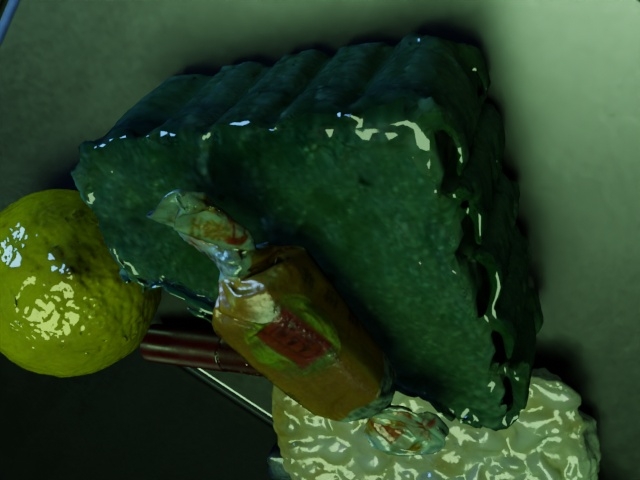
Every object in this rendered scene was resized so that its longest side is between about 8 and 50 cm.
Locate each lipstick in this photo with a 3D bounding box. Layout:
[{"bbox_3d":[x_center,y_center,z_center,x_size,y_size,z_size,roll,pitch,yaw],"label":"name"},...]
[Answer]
[{"bbox_3d":[-0.036,0.070,0.612,0.177,0.027,0.027,3,125,35],"label":"lipstick"}]

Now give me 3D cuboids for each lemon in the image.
[{"bbox_3d":[-0.147,0.023,0.592,0.109,0.109,0.133,48,168,-16],"label":"lemon"}]

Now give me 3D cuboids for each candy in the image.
[{"bbox_3d":[-0.010,0.038,0.466,0.053,0.046,0.182,-29,116,32],"label":"candy"}]

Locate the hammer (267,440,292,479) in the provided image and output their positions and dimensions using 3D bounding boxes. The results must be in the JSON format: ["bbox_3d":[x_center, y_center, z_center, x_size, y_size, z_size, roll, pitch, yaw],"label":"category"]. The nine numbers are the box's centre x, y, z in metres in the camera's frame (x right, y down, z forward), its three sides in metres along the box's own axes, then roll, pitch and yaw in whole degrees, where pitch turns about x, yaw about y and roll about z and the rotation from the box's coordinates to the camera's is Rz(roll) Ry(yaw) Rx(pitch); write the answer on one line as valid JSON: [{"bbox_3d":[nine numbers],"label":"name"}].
[{"bbox_3d":[0.086,0.217,0.693,0.290,0.037,0.137,33,126,-6],"label":"hammer"}]

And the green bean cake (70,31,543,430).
[{"bbox_3d":[0.000,0.000,0.530,0.208,0.107,0.193,-5,125,23],"label":"green bean cake"}]

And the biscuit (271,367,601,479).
[{"bbox_3d":[0.089,0.145,0.617,0.265,0.040,0.188,36,113,1],"label":"biscuit"}]
